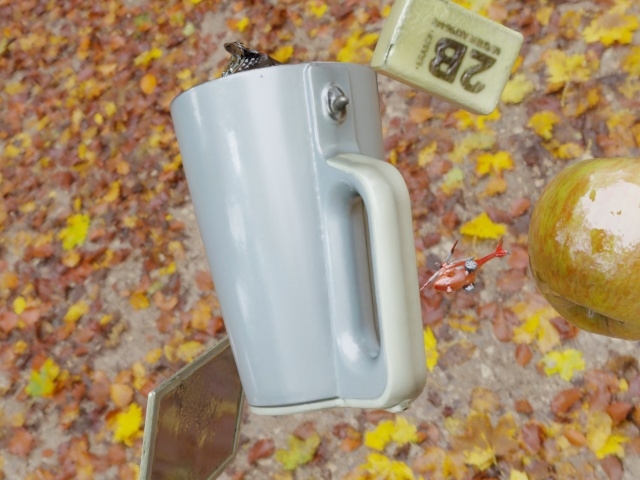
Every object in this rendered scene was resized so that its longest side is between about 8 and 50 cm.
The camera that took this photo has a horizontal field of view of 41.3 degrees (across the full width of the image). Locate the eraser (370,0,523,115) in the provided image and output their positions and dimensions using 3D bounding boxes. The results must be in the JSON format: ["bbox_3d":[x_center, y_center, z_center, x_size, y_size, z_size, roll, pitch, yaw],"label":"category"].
[{"bbox_3d":[0.164,-0.245,1.106,0.058,0.172,0.117,-132,63,-73],"label":"eraser"}]

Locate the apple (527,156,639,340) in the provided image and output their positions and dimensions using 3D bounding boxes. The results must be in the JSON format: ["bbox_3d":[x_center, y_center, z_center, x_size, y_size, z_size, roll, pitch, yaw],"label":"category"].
[{"bbox_3d":[0.410,0.013,1.166,0.264,0.264,0.264,-13,53,17],"label":"apple"}]

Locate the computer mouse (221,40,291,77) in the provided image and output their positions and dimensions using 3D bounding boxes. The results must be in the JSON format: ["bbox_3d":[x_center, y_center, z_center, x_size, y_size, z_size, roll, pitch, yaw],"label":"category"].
[{"bbox_3d":[-0.063,-0.177,1.057,0.078,0.146,0.241,-61,26,0],"label":"computer mouse"}]

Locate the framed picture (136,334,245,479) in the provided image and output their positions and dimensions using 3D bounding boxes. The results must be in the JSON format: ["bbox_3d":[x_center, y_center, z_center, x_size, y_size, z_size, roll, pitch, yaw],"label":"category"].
[{"bbox_3d":[-0.160,0.241,1.090,0.019,0.296,0.232,14,105,16],"label":"framed picture"}]

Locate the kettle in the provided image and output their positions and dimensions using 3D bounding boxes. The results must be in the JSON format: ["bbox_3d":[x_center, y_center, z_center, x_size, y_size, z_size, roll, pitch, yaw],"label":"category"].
[{"bbox_3d":[0.000,0.000,0.619,0.210,0.160,0.243,-15,84,55],"label":"kettle"}]

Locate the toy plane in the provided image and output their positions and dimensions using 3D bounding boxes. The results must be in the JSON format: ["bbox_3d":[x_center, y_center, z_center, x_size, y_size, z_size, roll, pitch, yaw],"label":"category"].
[{"bbox_3d":[0.303,0.060,1.715,0.077,0.194,0.126,43,126,43],"label":"toy plane"}]
